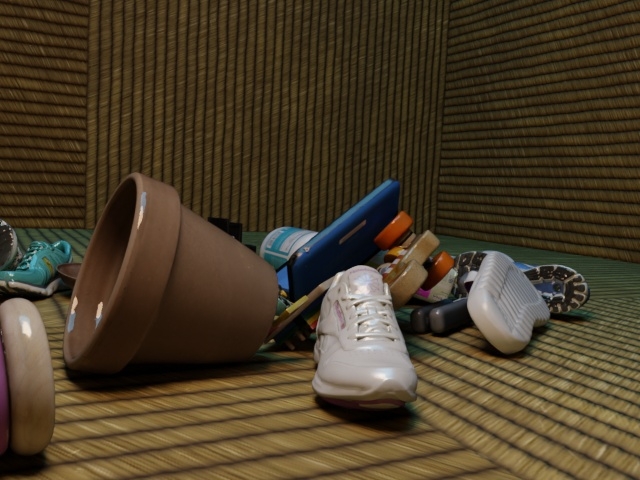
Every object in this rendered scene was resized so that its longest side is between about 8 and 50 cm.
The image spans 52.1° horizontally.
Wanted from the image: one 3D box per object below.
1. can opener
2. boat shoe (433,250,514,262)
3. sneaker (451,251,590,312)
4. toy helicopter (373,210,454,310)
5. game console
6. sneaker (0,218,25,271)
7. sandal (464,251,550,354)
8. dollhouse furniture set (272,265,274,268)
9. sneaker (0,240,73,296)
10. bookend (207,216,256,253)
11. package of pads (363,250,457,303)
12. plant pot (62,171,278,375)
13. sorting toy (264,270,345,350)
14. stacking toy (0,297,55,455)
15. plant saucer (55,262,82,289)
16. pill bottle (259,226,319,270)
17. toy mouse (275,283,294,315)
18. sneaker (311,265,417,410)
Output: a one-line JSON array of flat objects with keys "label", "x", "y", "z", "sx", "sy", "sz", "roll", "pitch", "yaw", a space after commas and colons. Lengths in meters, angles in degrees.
[{"label": "can opener", "x": 0.254, "y": 0.120, "z": 1.265, "sx": 0.074, "sy": 0.093, "sz": 0.280, "roll": -8, "pitch": 3, "yaw": 33}, {"label": "boat shoe", "x": 0.382, "y": 0.091, "z": 1.731, "sx": 0.094, "sy": 0.109, "sz": 0.302, "roll": -18, "pitch": 7, "yaw": -33}, {"label": "sneaker", "x": 0.442, "y": 0.108, "z": 1.478, "sx": 0.330, "sy": 0.130, "sz": 0.147, "roll": 11, "pitch": -6, "yaw": 37}, {"label": "toy helicopter", "x": 0.116, "y": 0.076, "z": 1.118, "sx": 0.140, "sy": 0.235, "sz": 0.355, "roll": 45, "pitch": 3, "yaw": 2}, {"label": "game console", "x": 0.000, "y": 0.000, "z": 1.311, "sx": 0.173, "sy": 0.250, "sz": 0.293, "roll": 35, "pitch": 59, "yaw": 28}, {"label": "sneaker", "x": -0.823, "y": 0.050, "z": 1.432, "sx": 0.410, "sy": 0.158, "sz": 0.182, "roll": 2, "pitch": -26, "yaw": 10}, {"label": "sandal", "x": 0.322, "y": 0.115, "z": 1.206, "sx": 0.102, "sy": 0.169, "sz": 0.416, "roll": -38, "pitch": -13, "yaw": 22}, {"label": "dollhouse furniture set", "x": -0.175, "y": 0.079, "z": 1.346, "sx": 0.151, "sy": 0.058, "sz": 0.076, "roll": -33, "pitch": -6, "yaw": -44}, {"label": "sneaker", "x": -0.592, "y": 0.056, "z": 1.351, "sx": 0.107, "sy": 0.110, "sz": 0.275, "roll": 3, "pitch": 5, "yaw": 2}, {"label": "bookend", "x": -0.232, "y": 0.016, "z": 1.782, "sx": 0.072, "sy": 0.156, "sz": 0.157, "roll": 6, "pitch": 5, "yaw": 32}, {"label": "package of pads", "x": 0.172, "y": 0.059, "z": 1.561, "sx": 0.229, "sy": 0.101, "sz": 0.296, "roll": 20, "pitch": 3, "yaw": -4}, {"label": "plant pot", "x": -0.190, "y": 0.070, "z": 0.881, "sx": 0.229, "sy": 0.263, "sz": 0.263, "roll": 22, "pitch": -5, "yaw": -28}, {"label": "sorting toy", "x": -0.015, "y": 0.116, "z": 1.018, "sx": 0.046, "sy": 0.132, "sz": 0.274, "roll": 49, "pitch": 18, "yaw": 7}, {"label": "stacking toy", "x": -0.391, "y": 0.131, "z": 0.508, "sx": 0.330, "sy": 0.141, "sz": 0.141, "roll": -5, "pitch": 8, "yaw": -32}, {"label": "plant saucer", "x": -0.451, "y": 0.088, "z": 1.367, "sx": 0.198, "sy": 0.036, "sz": 0.198, "roll": 14, "pitch": 5, "yaw": -1}, {"label": "pill bottle", "x": -0.035, "y": 0.048, "z": 1.579, "sx": 0.146, "sy": 0.146, "sz": 0.264, "roll": 0, "pitch": 6, "yaw": -28}, {"label": "toy mouse", "x": -0.091, "y": 0.086, "z": 1.098, "sx": 0.161, "sy": 0.031, "sz": 0.143, "roll": 45, "pitch": 3, "yaw": -9}, {"label": "sneaker", "x": 0.044, "y": 0.113, "z": 0.818, "sx": 0.114, "sy": 0.152, "sz": 0.305, "roll": 4, "pitch": 6, "yaw": -10}]
